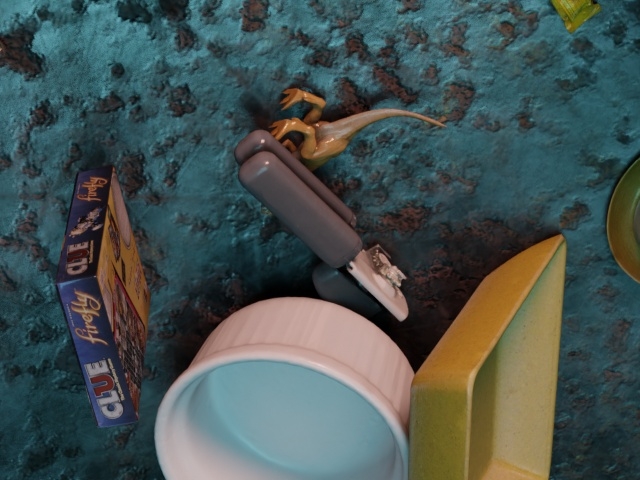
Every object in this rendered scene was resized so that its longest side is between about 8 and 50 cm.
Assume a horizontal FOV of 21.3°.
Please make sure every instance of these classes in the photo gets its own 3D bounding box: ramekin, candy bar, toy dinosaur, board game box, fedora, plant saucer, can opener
[{"bbox_3d":[-0.025,0.193,1.806,0.277,0.135,0.277,7,125,11],"label":"ramekin"},{"bbox_3d":[0.221,-0.275,1.679,0.040,0.018,0.161,-35,113,10],"label":"candy bar"},{"bbox_3d":[0.009,-0.107,1.739,0.211,0.064,0.112,-35,127,25],"label":"toy dinosaur"},{"bbox_3d":[-0.213,0.051,1.696,0.042,0.243,0.165,-11,117,3],"label":"board game box"},{"bbox_3d":[0.398,-0.017,1.786,0.194,0.079,0.194,-1,117,-3],"label":"fedora"},{"bbox_3d":[0.166,0.197,1.775,0.081,0.333,0.332,11,118,20],"label":"plant saucer"},{"bbox_3d":[0.000,0.000,1.742,0.093,0.074,0.280,-32,129,13],"label":"can opener"}]

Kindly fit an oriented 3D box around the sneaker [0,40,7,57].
[{"bbox_3d":[-0.344,-0.170,1.695,0.035,0.031,0.083,35,110,-19],"label":"sneaker"}]
